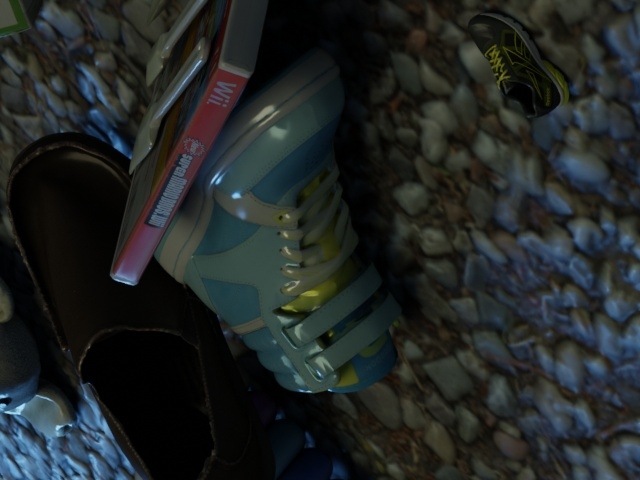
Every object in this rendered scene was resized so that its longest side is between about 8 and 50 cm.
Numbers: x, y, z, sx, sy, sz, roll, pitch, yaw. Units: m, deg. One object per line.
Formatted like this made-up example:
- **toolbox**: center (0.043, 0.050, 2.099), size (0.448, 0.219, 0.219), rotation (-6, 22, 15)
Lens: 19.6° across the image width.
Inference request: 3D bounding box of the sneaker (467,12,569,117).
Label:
- **sneaker**: center (0.125, -0.114, 1.203), size (0.083, 0.035, 0.031), rotation (44, 144, 9)

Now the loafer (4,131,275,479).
- **loafer**: center (-0.150, 0.062, 1.513), size (0.366, 0.133, 0.130), rotation (58, -177, 13)

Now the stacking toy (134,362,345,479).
- **stacking toy**: center (0.002, 0.257, 1.619), size (0.330, 0.141, 0.141), rotation (39, 144, 4)

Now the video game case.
- **video game case**: center (-0.085, -0.120, 1.303), size (0.025, 0.204, 0.285), rotation (18, 146, -12)

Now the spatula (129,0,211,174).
- **spatula**: center (-0.100, -0.156, 1.296), size (0.019, 0.168, 0.242), rotation (15, 163, -13)

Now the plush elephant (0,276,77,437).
- **plush elephant**: center (-0.390, 0.154, 1.851), size (0.255, 0.330, 0.272), rotation (-11, 129, 27)

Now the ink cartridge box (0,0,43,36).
- **ink cartridge box**: center (-0.278, -0.269, 1.431), size (0.062, 0.109, 0.209), rotation (-14, 117, 8)

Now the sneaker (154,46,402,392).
- **sneaker**: center (0.000, 0.000, 1.374), size (0.208, 0.127, 0.319), rotation (47, 154, 7)
